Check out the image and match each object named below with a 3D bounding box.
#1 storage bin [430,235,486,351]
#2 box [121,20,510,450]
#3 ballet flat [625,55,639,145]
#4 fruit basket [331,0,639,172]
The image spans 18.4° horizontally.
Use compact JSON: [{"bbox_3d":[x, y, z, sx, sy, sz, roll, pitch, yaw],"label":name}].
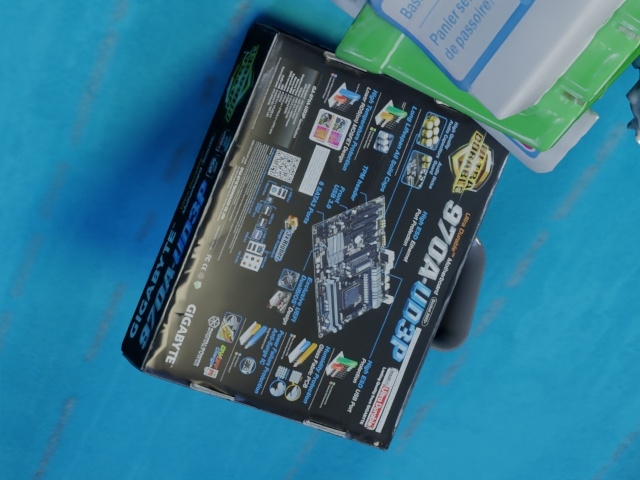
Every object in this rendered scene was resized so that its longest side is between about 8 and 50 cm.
[{"bbox_3d":[0.026,0.013,1.309,0.135,0.098,0.091,22,165,-27],"label":"storage bin"},{"bbox_3d":[0.000,0.000,1.202,0.175,0.051,0.220,20,95,-24],"label":"box"},{"bbox_3d":[0.344,-0.134,0.963,0.409,0.147,0.147,-33,134,15],"label":"ballet flat"},{"bbox_3d":[0.031,-0.215,0.868,0.353,0.165,0.327,37,142,0],"label":"fruit basket"}]
